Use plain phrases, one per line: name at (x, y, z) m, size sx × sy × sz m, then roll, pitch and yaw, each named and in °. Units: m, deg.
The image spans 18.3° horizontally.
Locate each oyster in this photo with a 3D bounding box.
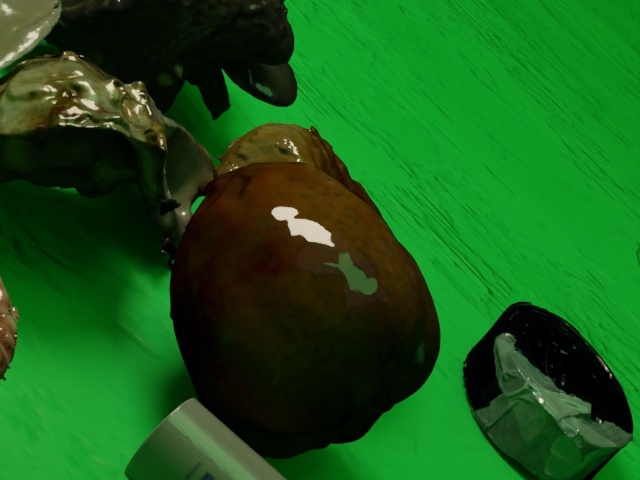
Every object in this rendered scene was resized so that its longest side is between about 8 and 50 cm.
oyster at (-0.170, -0.067, 1.616) m, size 0.198 × 0.133 × 0.337 m, roll 13°, pitch -7°, yaw 25°

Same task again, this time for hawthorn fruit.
hawthorn fruit at (-0.032, 0.042, 1.528) m, size 0.208 × 0.208 × 0.248 m, roll -3°, pitch 50°, yaw -54°

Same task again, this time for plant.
plant at (-0.147, -0.207, 1.842) m, size 0.199 × 0.188 × 0.276 m, roll 49°, pitch 8°, yaw 36°

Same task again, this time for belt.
belt at (0.208, 0.142, 1.826) m, size 0.151 × 0.078 × 0.198 m, roll 27°, pitch 28°, yaw -25°

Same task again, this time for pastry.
pastry at (0.000, 0.000, 1.721) m, size 0.229 × 0.100 × 0.218 m, roll 47°, pitch 13°, yaw -43°

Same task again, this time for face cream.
face cream at (-0.022, 0.219, 1.396) m, size 0.250 × 0.077 × 0.077 m, roll 40°, pitch 25°, yaw 10°

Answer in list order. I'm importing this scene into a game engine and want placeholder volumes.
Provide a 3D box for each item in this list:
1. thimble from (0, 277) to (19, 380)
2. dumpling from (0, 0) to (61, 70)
thimble at (-0.314, 0.033, 1.192) m, size 0.239 × 0.162 × 0.239 m, roll 49°, pitch 15°, yaw -18°
dumpling at (-0.340, -0.173, 1.584) m, size 0.293 × 0.163 × 0.204 m, roll -11°, pitch 72°, yaw -13°
